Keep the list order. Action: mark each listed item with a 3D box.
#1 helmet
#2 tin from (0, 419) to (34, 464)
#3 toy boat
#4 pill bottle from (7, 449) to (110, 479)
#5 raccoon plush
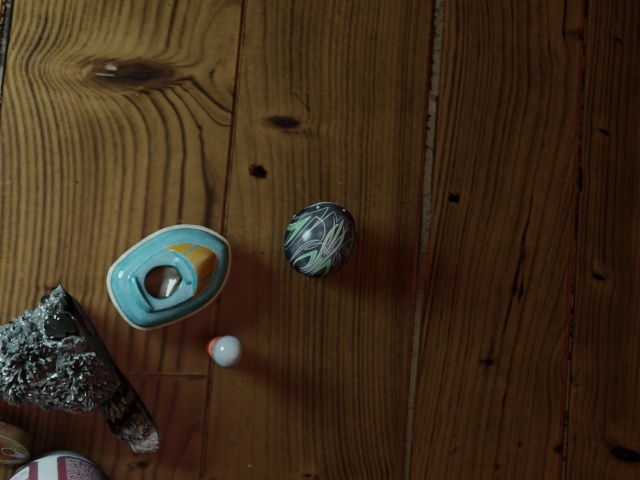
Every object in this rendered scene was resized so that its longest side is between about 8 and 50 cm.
[{"bbox_3d":[0.000,0.000,1.469,0.169,0.161,0.169,1,87,-23],"label":"helmet"},{"bbox_3d":[-0.632,0.364,1.218,0.190,0.106,0.040,27,43,-20],"label":"tin"},{"bbox_3d":[-0.266,0.123,1.358,0.267,0.148,0.318,-35,101,-21],"label":"toy boat"},{"bbox_3d":[-0.456,0.505,1.127,0.224,0.392,0.224,1,88,-22],"label":"pill bottle"},{"bbox_3d":[-0.530,0.304,1.219,0.299,0.216,0.446,-32,100,-13],"label":"raccoon plush"}]
